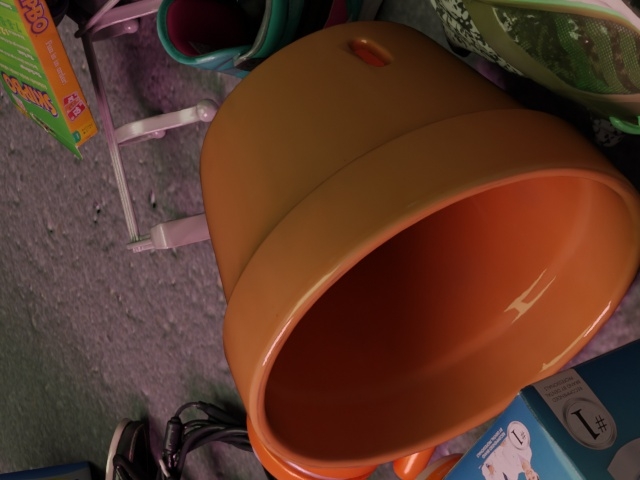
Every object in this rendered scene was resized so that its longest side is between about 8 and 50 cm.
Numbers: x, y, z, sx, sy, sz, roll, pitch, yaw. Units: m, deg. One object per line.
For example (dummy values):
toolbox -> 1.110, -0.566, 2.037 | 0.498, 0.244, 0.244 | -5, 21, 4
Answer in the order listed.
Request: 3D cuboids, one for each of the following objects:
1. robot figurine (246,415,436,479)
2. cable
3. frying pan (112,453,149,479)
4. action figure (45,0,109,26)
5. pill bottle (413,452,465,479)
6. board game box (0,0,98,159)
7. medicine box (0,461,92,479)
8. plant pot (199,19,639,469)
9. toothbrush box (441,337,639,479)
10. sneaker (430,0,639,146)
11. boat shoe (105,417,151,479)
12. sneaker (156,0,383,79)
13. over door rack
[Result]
robot figurine -> 0.017, 0.127, 1.134 | 0.219, 0.158, 0.128 | 121, 145, -42
cable -> -0.096, 0.248, 1.341 | 0.184, 0.047, 0.151 | 24, 92, 35
frying pan -> -0.105, 0.370, 1.418 | 0.326, 0.053, 0.197 | 29, 122, 39
action figure -> -0.222, -0.283, 1.263 | 0.099, 0.185, 0.285 | 47, 144, 0
pill bottle -> 0.164, 0.243, 0.997 | 0.221, 0.121, 0.121 | 17, 115, 48
board game box -> -0.276, -0.191, 1.244 | 0.124, 0.039, 0.259 | 37, 153, 33
medicine box -> -0.371, 0.376, 1.511 | 0.289, 0.263, 0.149 | -134, 39, -73
plant pot -> 0.046, -0.011, 0.941 | 0.203, 0.291, 0.291 | 59, 140, 35
toothbrush box -> 0.245, 0.205, 0.809 | 0.295, 0.216, 0.126 | 53, 138, 23
sneaker -> 0.211, -0.125, 0.842 | 0.410, 0.158, 0.182 | 35, 158, 37
boat shoe -> -0.191, 0.309, 1.515 | 0.079, 0.084, 0.233 | -2, 95, 13
sneaker -> -0.043, -0.138, 1.074 | 0.124, 0.178, 0.296 | 35, 128, 39
over door rack -> -0.136, -0.110, 1.216 | 0.324, 0.108, 0.240 | 173, 83, -78
